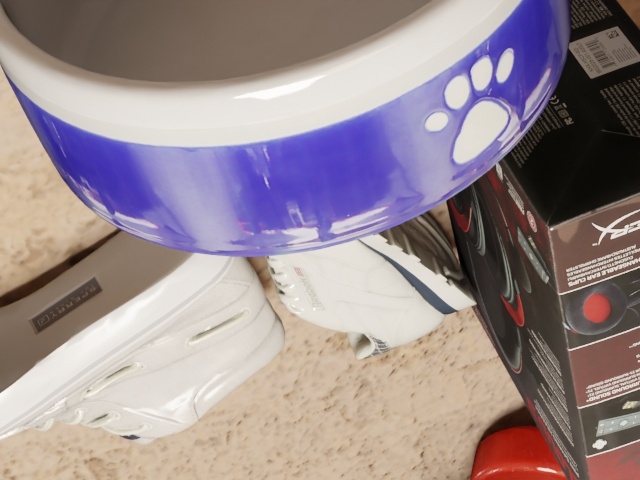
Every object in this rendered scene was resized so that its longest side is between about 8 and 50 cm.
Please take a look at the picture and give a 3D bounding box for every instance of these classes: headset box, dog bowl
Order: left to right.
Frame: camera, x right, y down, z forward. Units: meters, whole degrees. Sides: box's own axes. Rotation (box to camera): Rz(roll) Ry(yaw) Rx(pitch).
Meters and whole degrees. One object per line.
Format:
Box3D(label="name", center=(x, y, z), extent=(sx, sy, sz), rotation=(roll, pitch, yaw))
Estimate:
Box3D(label="dog bowl", center=(-0.020, -0.122, 0.815), extent=(0.265, 0.265, 0.104), rotation=(-23, 136, -4))
Box3D(label="headset box", center=(0.155, 0.011, 1.042), extent=(0.110, 0.218, 0.293), rotation=(-21, 134, -5))

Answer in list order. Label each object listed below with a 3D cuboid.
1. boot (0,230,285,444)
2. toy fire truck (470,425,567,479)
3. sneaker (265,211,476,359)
Box3D(label="boot", center=(-0.143, 0.091, 1.062), extent=(0.258, 0.095, 0.123), rotation=(-30, 127, 2))
Box3D(label="toy fire truck", center=(0.228, 0.270, 1.278), extent=(0.302, 0.169, 0.254), rotation=(-1, 141, 19))
Box3D(label="sneaker", center=(0.000, 0.000, 1.061), extent=(0.095, 0.090, 0.235), rotation=(-32, 134, 18))
